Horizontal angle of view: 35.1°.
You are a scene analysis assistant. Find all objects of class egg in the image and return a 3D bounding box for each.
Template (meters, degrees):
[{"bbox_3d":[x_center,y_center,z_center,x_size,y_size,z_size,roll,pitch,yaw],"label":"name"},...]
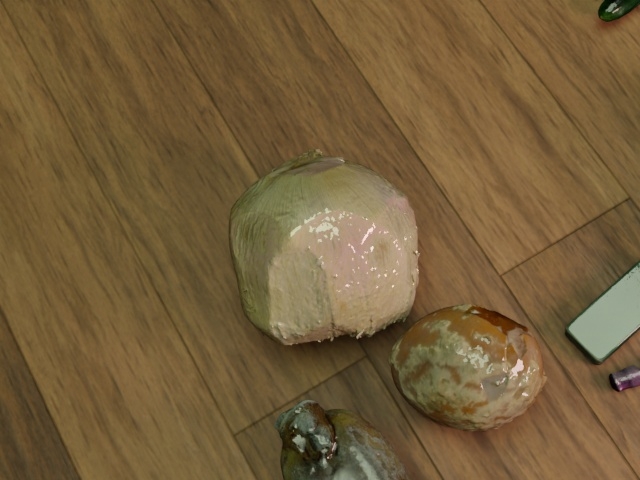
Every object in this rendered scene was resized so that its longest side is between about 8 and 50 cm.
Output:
[{"bbox_3d":[0.217,0.188,1.507,0.233,0.195,0.194,8,72,25],"label":"egg"}]

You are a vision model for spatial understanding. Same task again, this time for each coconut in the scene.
[{"bbox_3d":[0.000,0.000,1.549,0.297,0.297,0.254,3,116,10],"label":"coconut"}]

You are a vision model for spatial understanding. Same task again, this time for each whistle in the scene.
[{"bbox_3d":[0.527,0.190,1.540,0.177,0.033,0.033,-19,70,2],"label":"whistle"}]

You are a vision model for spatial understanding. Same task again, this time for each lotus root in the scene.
[{"bbox_3d":[0.059,0.394,1.482,0.175,0.175,0.349,-28,73,-1],"label":"lotus root"}]

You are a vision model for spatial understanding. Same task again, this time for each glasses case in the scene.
[{"bbox_3d":[0.471,0.107,1.573,0.184,0.039,0.078,-41,70,-6],"label":"glasses case"}]

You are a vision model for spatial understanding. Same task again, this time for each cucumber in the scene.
[{"bbox_3d":[0.583,-0.465,1.744,0.284,0.056,0.056,-37,70,-10],"label":"cucumber"}]
